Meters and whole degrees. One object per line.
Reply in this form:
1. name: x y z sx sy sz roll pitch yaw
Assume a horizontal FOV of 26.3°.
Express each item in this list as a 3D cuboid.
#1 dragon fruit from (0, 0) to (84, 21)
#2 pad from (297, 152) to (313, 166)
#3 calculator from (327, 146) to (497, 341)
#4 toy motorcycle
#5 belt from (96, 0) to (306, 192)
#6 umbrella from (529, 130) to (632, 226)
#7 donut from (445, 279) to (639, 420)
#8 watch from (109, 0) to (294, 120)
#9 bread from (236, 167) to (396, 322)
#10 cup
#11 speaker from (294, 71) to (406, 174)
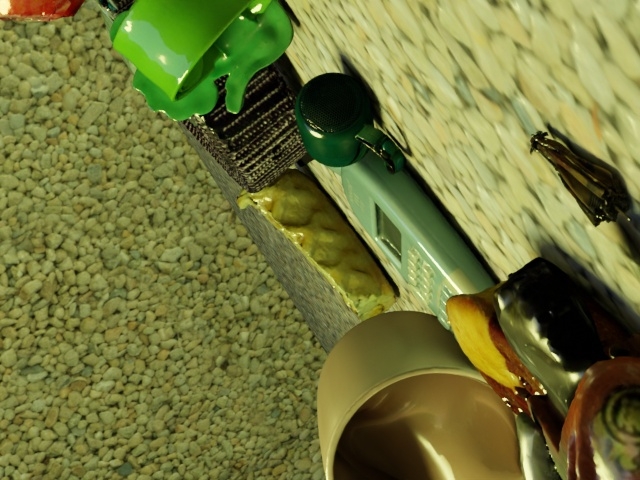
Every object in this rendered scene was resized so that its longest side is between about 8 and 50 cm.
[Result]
1. dragon fruit: -0.348 -0.387 1.523 0.250 0.269 0.291 -101 11 -85
2. pad: -0.050 -0.143 1.615 0.127 0.004 0.190 55 174 -4
3. calculator: 0.090 0.013 1.168 0.303 0.042 0.188 53 175 13
4. toy motorcycle: 0.220 0.192 0.710 0.401 0.134 0.207 58 180 -20
5. belt: -0.118 -0.173 1.434 0.260 0.122 0.325 49 177 -3
6. umbrella: 0.131 -0.033 0.692 0.083 0.020 0.031 56 177 47
7. donut: 0.161 0.091 0.880 0.166 0.073 0.184 58 173 -22
8. watch: -0.101 -0.165 1.102 0.131 0.165 0.152 44 -167 -3
9. bread: 0.000 0.000 1.660 0.232 0.088 0.128 47 -179 16
10. cup: 0.120 0.184 1.320 0.253 0.191 0.200 20 -167 -10
11. speaker: 0.028 -0.090 1.082 0.094 0.060 0.075 17 165 11
